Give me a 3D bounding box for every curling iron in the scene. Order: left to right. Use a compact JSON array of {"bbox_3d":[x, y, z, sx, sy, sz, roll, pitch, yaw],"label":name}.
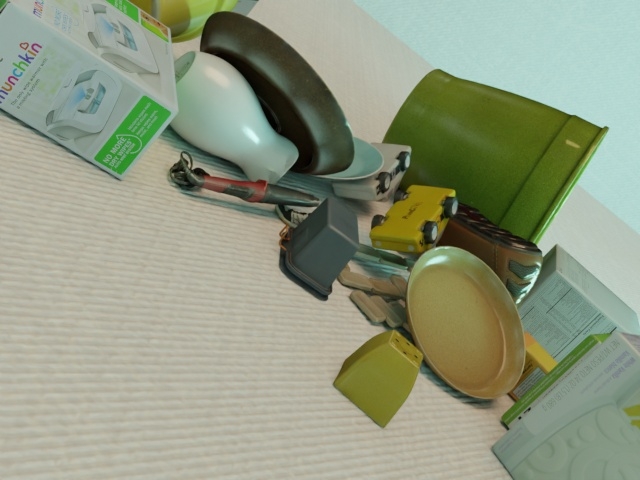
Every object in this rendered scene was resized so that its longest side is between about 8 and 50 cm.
[{"bbox_3d":[-0.097,-0.078,1.415,0.274,0.035,0.068,10,34,-44],"label":"curling iron"}]

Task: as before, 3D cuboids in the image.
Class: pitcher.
[{"bbox_3d":[-0.148,-0.183,1.492,0.207,0.125,0.178,42,-4,-30],"label":"pitcher"}]

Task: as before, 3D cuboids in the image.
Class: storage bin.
[{"bbox_3d":[0.000,0.000,1.392,0.098,0.091,0.135,36,19,-15],"label":"storage bin"}]

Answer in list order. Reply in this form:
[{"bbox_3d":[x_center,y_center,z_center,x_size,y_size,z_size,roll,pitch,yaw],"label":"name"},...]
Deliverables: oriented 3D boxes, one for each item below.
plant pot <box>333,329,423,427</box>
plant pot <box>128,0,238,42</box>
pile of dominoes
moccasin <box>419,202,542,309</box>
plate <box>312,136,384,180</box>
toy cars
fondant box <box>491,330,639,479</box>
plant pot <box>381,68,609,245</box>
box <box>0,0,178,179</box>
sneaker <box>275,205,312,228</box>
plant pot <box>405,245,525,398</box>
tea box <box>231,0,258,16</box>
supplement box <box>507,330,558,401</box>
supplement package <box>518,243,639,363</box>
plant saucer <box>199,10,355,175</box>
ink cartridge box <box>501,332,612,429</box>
[{"bbox_3d":[0.078,0.156,1.216,0.081,0.083,0.081,41,19,-1],"label":"plant pot"},{"bbox_3d":[-0.272,-0.411,1.562,0.254,0.254,0.239,40,34,-5],"label":"plant pot"},{"bbox_3d":[0.114,0.088,1.533,0.251,0.040,0.196,17,30,-34],"label":"pile of dominoes"},{"bbox_3d":[0.243,0.020,1.737,0.139,0.147,0.380,9,15,-30],"label":"moccasin"},{"bbox_3d":[0.014,-0.139,1.721,0.188,0.024,0.188,6,31,-4],"label":"plate"},{"bbox_3d":[0.121,-0.059,1.697,0.176,0.087,0.394,-11,28,-12],"label":"toy cars"},{"bbox_3d":[0.410,0.313,1.271,0.096,0.238,0.330,14,33,-53],"label":"fondant box"},{"bbox_3d":[0.311,-0.149,1.981,0.353,0.366,0.366,32,18,11],"label":"plant pot"},{"bbox_3d":[-0.311,-0.233,1.261,0.231,0.127,0.262,33,22,-27],"label":"box"},{"bbox_3d":[-0.028,-0.032,1.487,0.083,0.037,0.032,41,21,5],"label":"sneaker"},{"bbox_3d":[0.208,0.122,1.485,0.236,0.032,0.236,20,55,-31],"label":"plant pot"},{"bbox_3d":[-0.201,-0.600,1.942,0.220,0.323,0.329,43,20,5],"label":"tea box"},{"bbox_3d":[0.366,0.252,1.564,0.233,0.080,0.078,45,21,16],"label":"supplement box"},{"bbox_3d":[0.456,0.145,1.845,0.203,0.149,0.194,42,19,1],"label":"supplement package"},{"bbox_3d":[-0.080,-0.208,1.538,0.310,0.050,0.311,39,-21,18],"label":"plant saucer"},{"bbox_3d":[0.414,0.283,1.415,0.255,0.189,0.097,50,21,23],"label":"ink cartridge box"}]
